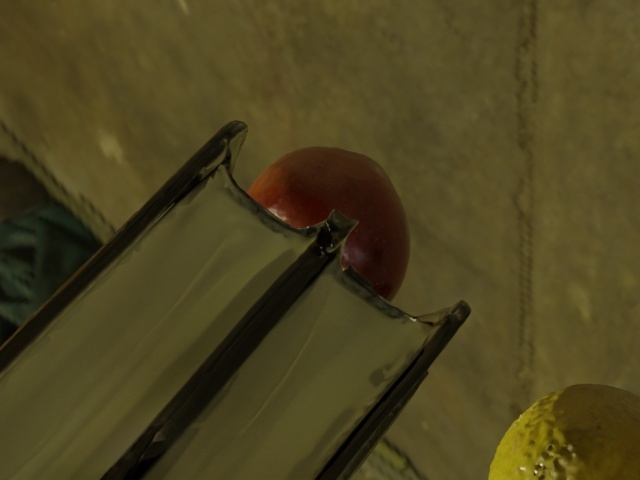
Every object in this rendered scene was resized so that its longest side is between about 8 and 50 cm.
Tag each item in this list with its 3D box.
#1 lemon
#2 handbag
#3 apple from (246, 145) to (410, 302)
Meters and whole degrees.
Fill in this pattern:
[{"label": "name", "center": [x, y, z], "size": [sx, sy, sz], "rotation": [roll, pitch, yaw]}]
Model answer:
[{"label": "lemon", "center": [0.341, 0.315, 1.664], "size": [0.268, 0.322, 0.268], "rotation": [4, 98, 26]}, {"label": "handbag", "center": [-0.117, 0.141, 0.561], "size": [0.160, 0.358, 0.237], "rotation": [37, 143, 6]}, {"label": "apple", "center": [0.000, 0.000, 1.602], "size": [0.218, 0.201, 0.218], "rotation": [14, 129, 18]}]
